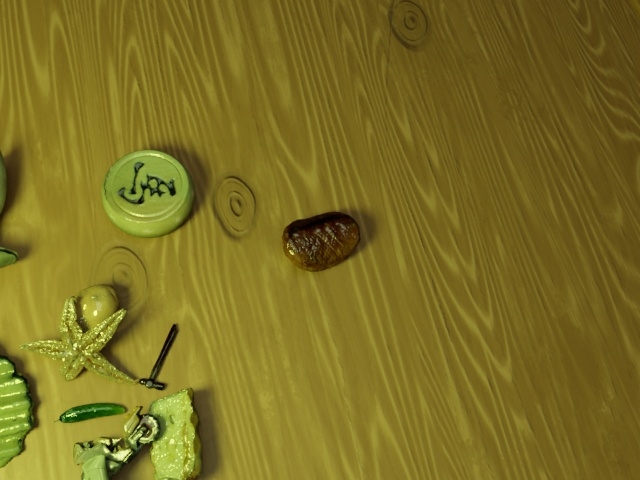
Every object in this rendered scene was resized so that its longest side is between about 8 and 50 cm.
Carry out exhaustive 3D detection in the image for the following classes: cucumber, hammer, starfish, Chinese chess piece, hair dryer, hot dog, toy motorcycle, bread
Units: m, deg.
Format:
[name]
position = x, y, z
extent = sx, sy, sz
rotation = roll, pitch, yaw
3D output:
[cucumber]
position = -0.561, 0.416, 1.696
extent = 0.168, 0.039, 0.039
rotation = -5, 68, -15
[hammer]
position = -0.401, 0.297, 1.787
extent = 0.065, 0.021, 0.178
rotation = 20, 62, -1
[starfish]
position = -0.566, 0.254, 1.701
extent = 0.295, 0.048, 0.231
rotation = 24, 97, -9
[Chinese chess piece]
position = -0.472, -0.129, 1.915
extent = 0.251, 0.101, 0.250
rotation = 3, 66, -7
[hair dryer]
position = -0.546, 0.621, 1.544
extent = 0.237, 0.075, 0.206
rotation = -36, 55, 12
[hot dog]
position = 0.000, -0.003, 1.941
extent = 0.227, 0.099, 0.160
rotation = -14, 70, -17
[toy motorcycle]
position = -0.490, 0.480, 1.641
extent = 0.229, 0.094, 0.130
rotation = -45, 79, -4
[bread]
position = -0.346, 0.478, 1.679
extent = 0.128, 0.088, 0.231
rotation = -15, 64, 9

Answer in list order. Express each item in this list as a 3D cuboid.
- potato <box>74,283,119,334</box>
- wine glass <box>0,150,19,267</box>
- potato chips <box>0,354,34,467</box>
[potato]
position = -0.570, 0.176, 1.763
extent = 0.112, 0.112, 0.147
rotation = 37, 75, 7
[wine glass]
position = -0.891, -0.093, 1.784
extent = 0.191, 0.190, 0.356
rotation = -11, 74, -14
[potato chips]
position = -0.897, 0.389, 1.636
extent = 0.430, 0.070, 0.358
rotation = -9, 73, -10
